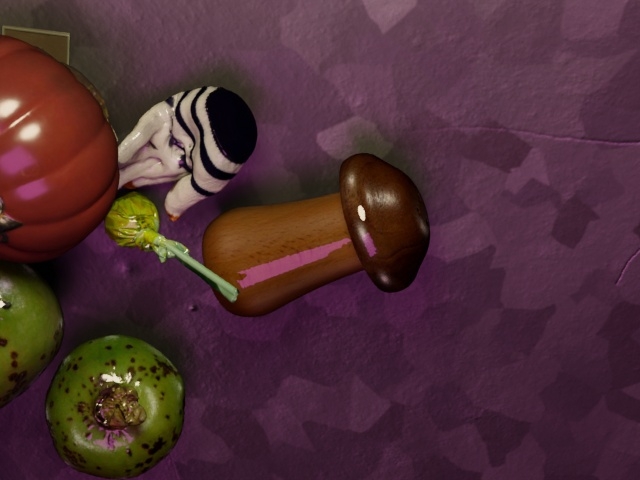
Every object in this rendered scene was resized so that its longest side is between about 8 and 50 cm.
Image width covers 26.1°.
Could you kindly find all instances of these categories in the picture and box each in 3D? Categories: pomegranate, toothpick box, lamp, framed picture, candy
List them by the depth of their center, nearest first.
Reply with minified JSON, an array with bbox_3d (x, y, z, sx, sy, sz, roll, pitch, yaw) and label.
[{"bbox_3d":[-0.395,-0.114,1.732,0.303,0.257,0.303,29,143,25],"label":"lamp"},{"bbox_3d":[-0.372,-0.246,1.804,0.089,0.006,0.066,6,123,-2],"label":"framed picture"},{"bbox_3d":[-0.199,0.015,1.848,0.077,0.262,0.073,-10,124,-46],"label":"candy"},{"bbox_3d":[0.000,0.000,1.853,0.294,0.192,0.192,-17,121,20],"label":"toothpick box"},{"bbox_3d":[-0.501,0.092,1.877,0.291,0.291,0.323,-6,114,6],"label":"pomegranate"},{"bbox_3d":[-0.296,0.239,1.983,0.211,0.263,0.211,1,84,-5],"label":"pomegranate"}]

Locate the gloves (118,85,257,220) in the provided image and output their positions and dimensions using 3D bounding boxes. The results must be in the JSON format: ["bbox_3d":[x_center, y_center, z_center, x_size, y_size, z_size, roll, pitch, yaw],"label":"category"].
[{"bbox_3d":[-0.188,-0.121,1.826,0.219,0.131,0.140,-14,131,46],"label":"gloves"}]
